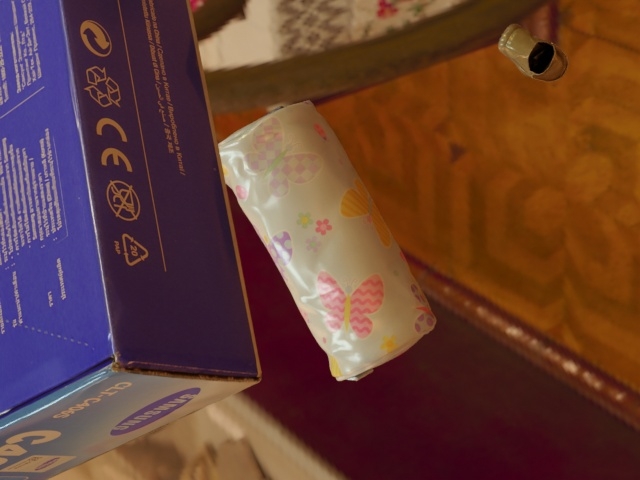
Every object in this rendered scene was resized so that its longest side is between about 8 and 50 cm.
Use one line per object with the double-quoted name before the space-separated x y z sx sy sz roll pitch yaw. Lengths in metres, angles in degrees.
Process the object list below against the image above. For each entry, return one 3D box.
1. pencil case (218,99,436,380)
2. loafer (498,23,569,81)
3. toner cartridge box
"pencil case" 0.000 0.000 1.338 0.124 0.113 0.273 -32 88 23
"loafer" 0.283 -0.235 1.801 0.050 0.148 0.056 42 108 36
"toner cartridge box" -0.136 -0.080 0.591 0.165 0.075 0.348 -28 65 36
